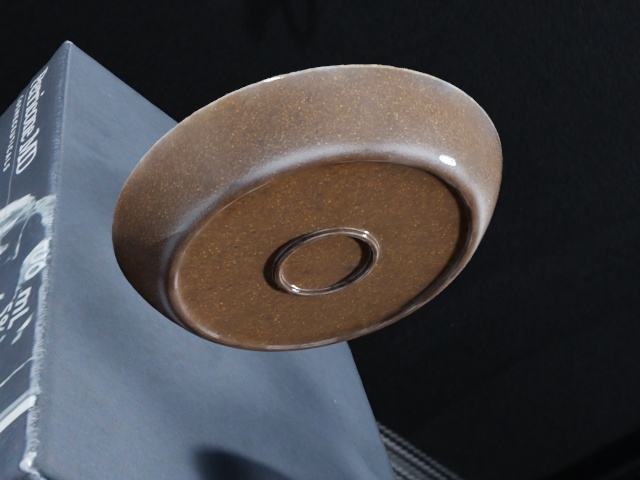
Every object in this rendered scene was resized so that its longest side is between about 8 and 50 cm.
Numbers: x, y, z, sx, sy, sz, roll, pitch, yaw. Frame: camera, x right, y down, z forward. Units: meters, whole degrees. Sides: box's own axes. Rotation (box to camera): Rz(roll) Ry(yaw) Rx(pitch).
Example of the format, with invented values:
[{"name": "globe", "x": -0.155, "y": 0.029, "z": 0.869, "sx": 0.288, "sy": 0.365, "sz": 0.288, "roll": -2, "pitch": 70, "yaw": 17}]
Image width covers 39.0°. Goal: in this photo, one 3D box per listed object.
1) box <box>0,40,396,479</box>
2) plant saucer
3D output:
[{"name": "box", "x": -0.221, "y": 0.188, "z": 0.670, "sx": 0.472, "sy": 0.480, "sz": 0.297, "roll": -43, "pitch": -58, "yaw": 15}, {"name": "plant saucer", "x": 0.000, "y": 0.000, "z": 0.376, "sx": 0.168, "sy": 0.029, "sz": 0.168, "roll": -12, "pitch": -37, "yaw": -9}]
